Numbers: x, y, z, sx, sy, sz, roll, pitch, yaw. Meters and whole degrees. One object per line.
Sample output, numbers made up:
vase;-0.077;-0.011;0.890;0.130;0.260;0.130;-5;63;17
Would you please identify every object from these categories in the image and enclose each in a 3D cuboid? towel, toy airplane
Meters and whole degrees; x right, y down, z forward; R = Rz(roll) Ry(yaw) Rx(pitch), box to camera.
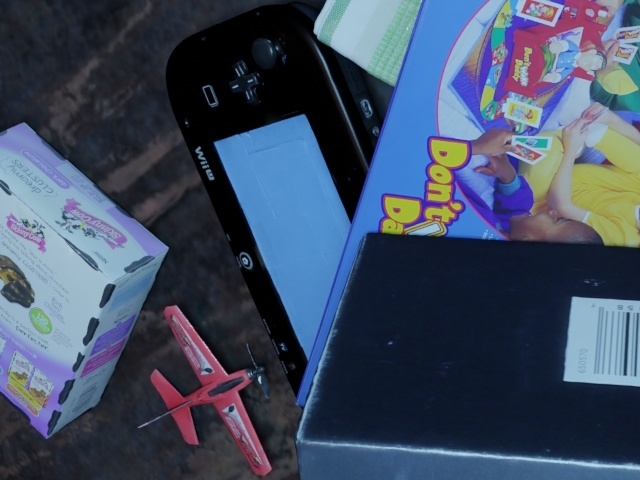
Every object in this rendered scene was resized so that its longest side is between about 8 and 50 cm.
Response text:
towel;0.082;-0.134;0.864;0.152;0.023;0.113;33;103;17
toy airplane;-0.089;0.122;1.138;0.151;0.028;0.151;17;120;31

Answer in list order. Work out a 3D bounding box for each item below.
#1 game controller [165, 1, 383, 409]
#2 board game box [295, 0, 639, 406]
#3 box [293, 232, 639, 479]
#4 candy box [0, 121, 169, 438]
game controller;0.000;0.000;0.986;0.166;0.067;0.319;-15;102;40
board game box;0.142;-0.022;0.803;0.233;0.078;0.347;18;125;1
box;0.180;0.179;0.769;0.343;0.179;0.312;3;124;12
candy box;-0.228;0.033;1.170;0.165;0.070;0.196;41;131;14
